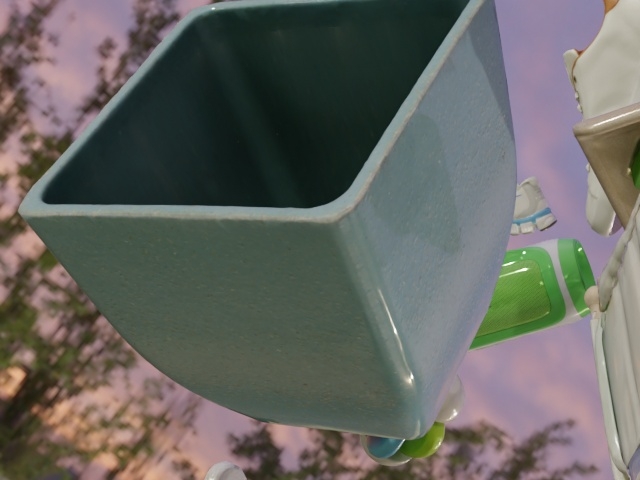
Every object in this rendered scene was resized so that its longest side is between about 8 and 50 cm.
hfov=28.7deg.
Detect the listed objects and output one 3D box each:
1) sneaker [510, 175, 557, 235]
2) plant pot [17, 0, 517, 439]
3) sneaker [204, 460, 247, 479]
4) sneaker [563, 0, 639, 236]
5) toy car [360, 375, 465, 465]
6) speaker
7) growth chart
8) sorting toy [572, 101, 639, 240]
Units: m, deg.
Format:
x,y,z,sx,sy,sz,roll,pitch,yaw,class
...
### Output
x,y,z,sx,sy,sz,roll,pitch,yaw,class
0.220,-0.048,1.631,0.191,0.071,0.083,-8,-79,44,sneaker
0.000,0.000,0.865,0.248,0.247,0.252,2,-49,32,plant pot
-0.143,0.347,1.514,0.094,0.080,0.212,23,-55,28,sneaker
0.330,-0.153,1.420,0.123,0.290,0.106,20,18,29,sneaker
0.068,0.182,1.484,0.159,0.136,0.182,-48,-115,39,toy car
0.249,0.090,1.838,0.296,0.131,0.131,-18,-45,20,speaker
0.170,0.057,0.635,0.021,0.172,0.237,-1,-26,-1,growth chart
0.291,-0.043,0.837,0.193,0.038,0.208,-18,-39,22,sorting toy
